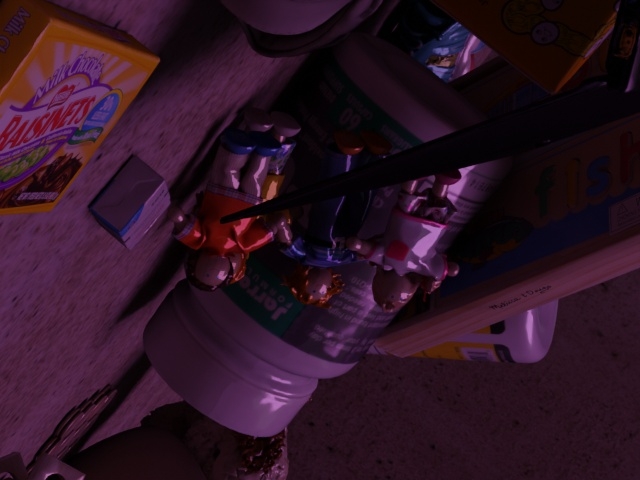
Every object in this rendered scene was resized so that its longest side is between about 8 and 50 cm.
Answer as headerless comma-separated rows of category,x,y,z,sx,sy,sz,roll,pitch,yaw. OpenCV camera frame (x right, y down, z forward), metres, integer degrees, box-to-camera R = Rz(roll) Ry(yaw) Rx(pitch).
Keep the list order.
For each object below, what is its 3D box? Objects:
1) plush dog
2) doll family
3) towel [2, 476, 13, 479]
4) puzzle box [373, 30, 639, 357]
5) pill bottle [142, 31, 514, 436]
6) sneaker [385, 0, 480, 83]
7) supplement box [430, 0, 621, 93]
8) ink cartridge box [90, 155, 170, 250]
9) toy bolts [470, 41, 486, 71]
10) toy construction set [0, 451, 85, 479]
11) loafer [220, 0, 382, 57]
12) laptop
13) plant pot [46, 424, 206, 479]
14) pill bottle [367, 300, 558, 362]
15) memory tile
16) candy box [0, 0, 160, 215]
plush dog,-0.101,0.243,1.854,0.225,0.211,0.262,-104,-151,-53
doll family,-0.014,-0.018,1.312,0.118,0.263,0.163,-121,-136,-56
towel,-0.433,0.407,1.486,0.370,0.040,0.271,-53,176,20
puzzle box,0.204,-0.070,1.476,0.409,0.052,0.272,-26,-132,44
pill bottle,0.000,0.000,1.477,0.361,0.204,0.204,-53,176,17
sneaker,0.112,-0.222,1.670,0.275,0.107,0.110,-60,159,18
supplement box,0.224,-0.321,1.151,0.356,0.195,0.194,-54,175,39
ink cartridge box,-0.129,-0.024,1.067,0.048,0.028,0.083,-50,176,-9
toy bolts,0.213,-0.284,1.818,0.229,0.218,0.158,-12,154,-19
toy construction set,-0.254,0.270,1.202,0.215,0.151,0.328,-45,-178,-23
loafer,-0.002,-0.151,0.753,0.111,0.112,0.319,-59,177,-3
laptop,0.175,-0.190,0.949,0.382,0.236,0.407,-16,122,-54
plant pot,-0.258,0.368,1.794,0.191,0.284,0.284,-7,149,-34
pill bottle,0.087,0.034,1.724,0.188,0.334,0.187,3,90,-72
memory tile,-0.274,0.212,1.690,0.113,0.012,0.148,-52,175,13
candy box,-0.134,-0.058,0.725,0.105,0.027,0.206,-55,176,6
